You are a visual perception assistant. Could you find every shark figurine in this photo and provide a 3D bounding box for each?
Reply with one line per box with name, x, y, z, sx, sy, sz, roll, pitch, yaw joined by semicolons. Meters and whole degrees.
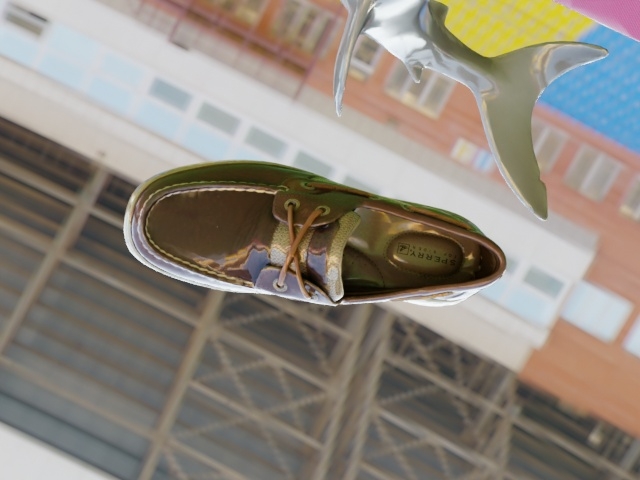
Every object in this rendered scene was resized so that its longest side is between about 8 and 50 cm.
shark figurine;0.042;-0.100;0.779;0.166;0.116;0.278;12;162;15

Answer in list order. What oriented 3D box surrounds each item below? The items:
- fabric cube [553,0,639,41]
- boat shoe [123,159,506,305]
fabric cube;0.310;-0.264;1.038;0.258;0.254;0.259;24;153;-6
boat shoe;0.000;0.000;1.439;0.341;0.123;0.123;11;180;-12
